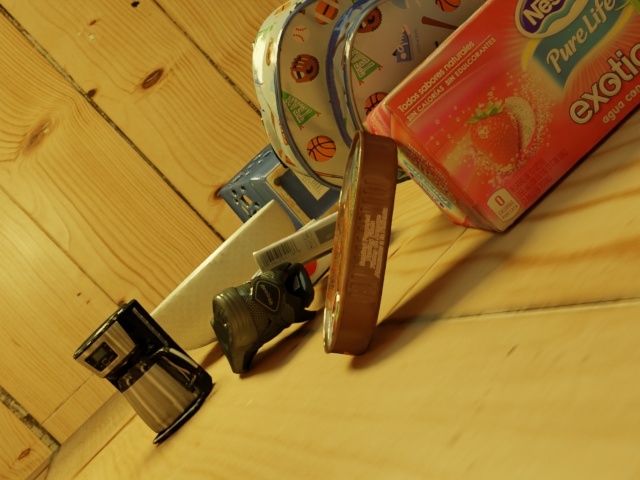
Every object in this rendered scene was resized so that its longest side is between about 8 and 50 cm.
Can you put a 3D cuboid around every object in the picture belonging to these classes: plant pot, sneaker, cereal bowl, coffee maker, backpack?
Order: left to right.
[{"bbox_3d":[-0.257,0.185,1.113,0.120,0.178,0.171,-43,5,-10],"label":"coffee maker"},{"bbox_3d":[-0.165,0.085,1.428,0.339,0.141,0.339,-43,5,4],"label":"cereal bowl"},{"bbox_3d":[-0.072,0.101,0.975,0.130,0.087,0.227,-23,-18,-19],"label":"sneaker"},{"bbox_3d":[-0.053,-0.113,1.726,0.236,0.236,0.212,-45,11,-22],"label":"plant pot"},{"bbox_3d":[0.066,-0.171,0.827,0.264,0.276,0.213,-19,14,-8],"label":"backpack"}]

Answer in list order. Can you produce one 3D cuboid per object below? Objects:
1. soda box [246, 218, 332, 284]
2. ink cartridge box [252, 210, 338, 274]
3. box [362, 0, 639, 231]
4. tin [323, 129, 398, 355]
[{"bbox_3d":[-0.063,0.066,1.178,0.216,0.074,0.069,-47,6,-30],"label":"soda box"},{"bbox_3d":[0.000,0.000,1.058,0.146,0.045,0.179,-26,-1,12],"label":"ink cartridge box"},{"bbox_3d":[0.196,-0.160,0.661,0.300,0.142,0.154,-43,5,0],"label":"box"},{"bbox_3d":[0.033,0.003,0.639,0.106,0.040,0.189,114,165,-85],"label":"tin"}]
